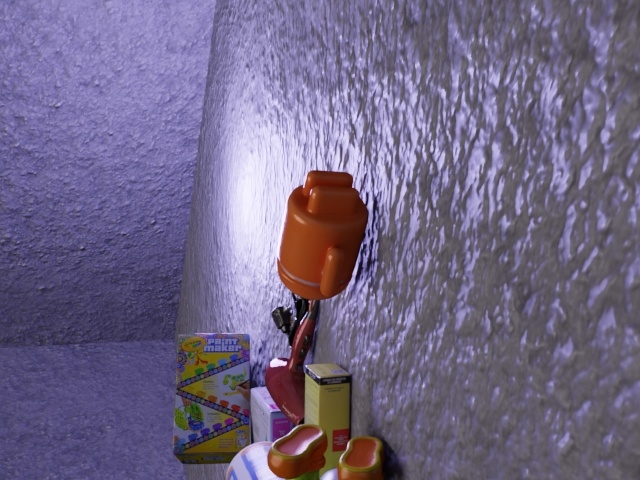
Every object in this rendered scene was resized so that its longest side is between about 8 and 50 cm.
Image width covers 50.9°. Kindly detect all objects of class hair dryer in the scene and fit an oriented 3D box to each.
[{"bbox_3d":[-0.055,0.220,1.281,0.223,0.080,0.293,120,145,-57],"label":"hair dryer"}]

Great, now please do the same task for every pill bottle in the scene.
[{"bbox_3d":[-0.081,0.496,1.251,0.272,0.152,0.152,-158,69,-71],"label":"pill bottle"}]

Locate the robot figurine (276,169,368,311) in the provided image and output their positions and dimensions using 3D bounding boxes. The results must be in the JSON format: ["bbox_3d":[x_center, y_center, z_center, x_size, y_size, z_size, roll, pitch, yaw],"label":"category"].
[{"bbox_3d":[0.000,-0.001,1.029,0.158,0.128,0.219,33,130,27],"label":"robot figurine"}]

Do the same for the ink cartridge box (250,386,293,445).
[{"bbox_3d":[-0.110,0.500,1.487,0.186,0.065,0.311,-166,78,-72],"label":"ink cartridge box"}]

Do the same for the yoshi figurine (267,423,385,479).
[{"bbox_3d":[-0.002,0.463,0.948,0.203,0.203,0.362,-148,57,-62],"label":"yoshi figurine"}]

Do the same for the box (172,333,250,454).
[{"bbox_3d":[-0.265,0.404,1.688,0.290,0.177,0.279,106,164,-66],"label":"box"}]

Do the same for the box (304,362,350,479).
[{"bbox_3d":[0.010,0.328,1.115,0.087,0.058,0.232,-171,82,-72],"label":"box"}]
